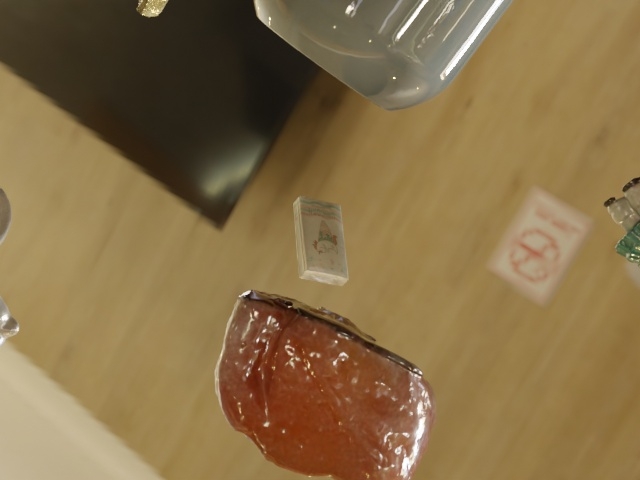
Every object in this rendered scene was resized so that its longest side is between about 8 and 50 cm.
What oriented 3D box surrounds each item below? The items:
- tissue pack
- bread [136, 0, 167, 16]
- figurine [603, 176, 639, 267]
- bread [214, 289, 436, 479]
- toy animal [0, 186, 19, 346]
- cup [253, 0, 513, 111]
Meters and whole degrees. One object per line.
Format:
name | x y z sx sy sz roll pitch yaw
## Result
tissue pack | 0.000 0.000 1.829 0.056 0.023 0.108 10 -129 -22
bread | -0.143 -0.290 1.583 0.028 0.153 0.068 13 -131 -24
figurine | 0.440 0.034 1.947 0.110 0.138 0.245 -17 -109 -42
bread | 0.005 0.125 1.332 0.190 0.123 0.244 28 -179 5
toy animal | -0.220 0.032 0.956 0.131 0.103 0.221 16 -155 13
cup | 0.090 -0.274 1.335 0.205 0.312 0.205 36 -172 -6
